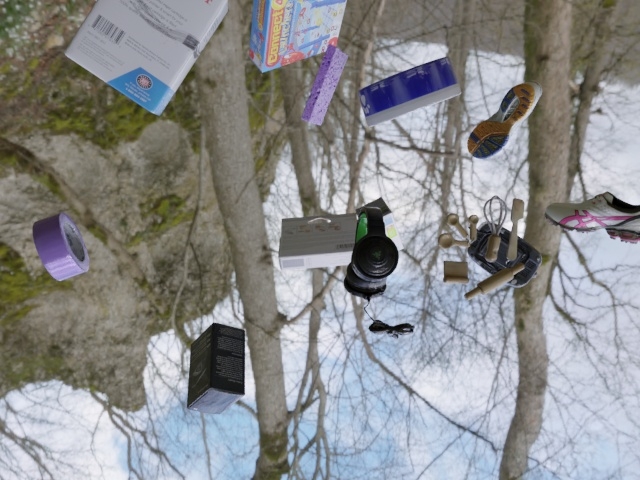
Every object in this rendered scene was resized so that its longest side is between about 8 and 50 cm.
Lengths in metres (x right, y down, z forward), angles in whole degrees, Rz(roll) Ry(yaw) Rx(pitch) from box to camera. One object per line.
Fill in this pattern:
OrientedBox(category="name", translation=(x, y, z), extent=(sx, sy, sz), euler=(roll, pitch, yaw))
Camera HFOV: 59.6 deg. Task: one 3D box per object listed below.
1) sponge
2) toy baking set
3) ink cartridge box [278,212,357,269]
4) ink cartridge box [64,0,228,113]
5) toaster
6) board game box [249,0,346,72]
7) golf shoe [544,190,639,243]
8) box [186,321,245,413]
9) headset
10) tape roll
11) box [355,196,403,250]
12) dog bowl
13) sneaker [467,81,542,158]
OrientedBox(category="sponge", translation=(0.012, -0.424, 1.534), extent=(0.031, 0.210, 0.117), euler=(26, -167, 13))
OrientedBox(category="toy baking set", translation=(0.374, 0.011, 1.241), extent=(0.256, 0.197, 0.030), euler=(-22, -174, -14))
OrientedBox(category="ink cartridge box", translation=(0.000, 0.000, 2.036), extent=(0.296, 0.066, 0.261), euler=(-4, -148, 1))
OrientedBox(category="ink cartridge box", translation=(-0.383, -0.475, 1.261), extent=(0.223, 0.308, 0.129), euler=(33, -177, -12))
OrientedBox(category="toaster", translation=(0.504, 0.027, 1.576), extent=(0.226, 0.129, 0.146), euler=(33, -167, 6))
OrientedBox(category="board game box", translation=(-0.067, -0.713, 1.764), extent=(0.301, 0.308, 0.086), euler=(-27, -112, -24))
OrientedBox(category="golf shoe", translation=(0.507, -0.055, 1.022), extent=(0.186, 0.086, 0.067), euler=(14, -150, 39))
OrientedBox(category="box", translation=(-0.294, 0.363, 1.579), extent=(0.108, 0.153, 0.207), euler=(20, -134, -30))
OrientedBox(category="headset", translation=(0.169, 0.087, 1.612), extent=(0.185, 0.243, 0.395), euler=(4, -124, -5))
OrientedBox(category="tape roll", translation=(-0.762, 0.018, 1.647), extent=(0.080, 0.189, 0.189), euler=(-21, -146, -6))
OrientedBox(category="box", translation=(0.221, -0.041, 2.085), extent=(0.114, 0.203, 0.103), euler=(-26, -137, 0))
OrientedBox(category="dog bowl", translation=(0.239, -0.401, 1.516), extent=(0.264, 0.104, 0.265), euler=(-20, -170, 4))
OrientedBox(category="sneaker", translation=(0.586, -0.372, 1.755), extent=(0.131, 0.296, 0.112), euler=(-31, -103, -42))
